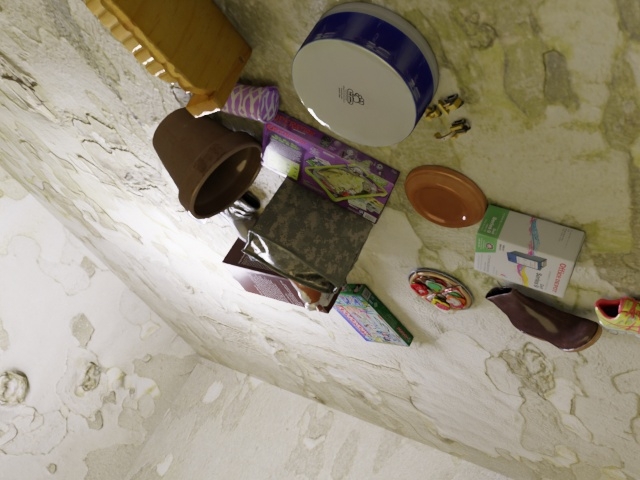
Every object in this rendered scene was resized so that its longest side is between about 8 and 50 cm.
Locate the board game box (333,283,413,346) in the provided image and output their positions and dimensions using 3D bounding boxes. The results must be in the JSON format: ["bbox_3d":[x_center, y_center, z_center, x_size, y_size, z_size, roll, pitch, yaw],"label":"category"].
[{"bbox_3d":[0.160,0.261,2.172,0.213,0.046,0.317,-3,139,48],"label":"board game box"}]

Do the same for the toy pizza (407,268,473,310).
[{"bbox_3d":[0.344,0.152,1.793,0.201,0.032,0.201,25,154,13],"label":"toy pizza"}]

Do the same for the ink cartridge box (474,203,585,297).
[{"bbox_3d":[0.459,0.024,1.373,0.212,0.093,0.154,18,151,21],"label":"ink cartridge box"}]

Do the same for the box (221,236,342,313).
[{"bbox_3d":[-0.129,0.111,2.107,0.381,0.143,0.191,10,148,34],"label":"box"}]

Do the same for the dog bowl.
[{"bbox_3d":[0.082,-0.305,1.169,0.264,0.104,0.265,25,154,13],"label":"dog bowl"}]

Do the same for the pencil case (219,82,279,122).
[{"bbox_3d":[-0.196,-0.336,1.444,0.206,0.088,0.086,19,-168,22],"label":"pencil case"}]

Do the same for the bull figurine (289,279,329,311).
[{"bbox_3d":[-0.045,0.069,1.850,0.310,0.188,0.101,47,166,-20],"label":"bull figurine"}]

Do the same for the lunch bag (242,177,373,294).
[{"bbox_3d":[-0.024,-0.010,1.661,0.287,0.235,0.169,30,150,0],"label":"lunch bag"}]

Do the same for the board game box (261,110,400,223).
[{"bbox_3d":[0.015,-0.180,1.537,0.346,0.056,0.208,28,158,5],"label":"board game box"}]

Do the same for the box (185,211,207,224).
[{"bbox_3d":[-0.427,-0.101,2.170,0.081,0.028,0.136,35,156,-9],"label":"box"}]

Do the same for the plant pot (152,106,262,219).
[{"bbox_3d":[-0.315,-0.223,1.618,0.229,0.263,0.263,43,157,12],"label":"plant pot"}]

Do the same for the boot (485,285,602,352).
[{"bbox_3d":[0.554,0.191,1.556,0.206,0.090,0.248,37,162,-13],"label":"boot"}]

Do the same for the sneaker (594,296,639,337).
[{"bbox_3d":[0.709,0.168,1.379,0.094,0.081,0.208,46,151,-25],"label":"sneaker"}]

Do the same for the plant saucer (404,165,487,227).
[{"bbox_3d":[0.282,-0.091,1.419,0.199,0.037,0.200,24,153,13],"label":"plant saucer"}]

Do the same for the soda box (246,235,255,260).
[{"bbox_3d":[-0.140,0.013,1.946,0.183,0.058,0.063,-8,142,12],"label":"soda box"}]

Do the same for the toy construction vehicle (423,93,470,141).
[{"bbox_3d":[0.245,-0.234,1.203,0.098,0.035,0.086,-5,137,51],"label":"toy construction vehicle"}]

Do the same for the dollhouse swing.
[{"bbox_3d":[-0.380,-0.417,1.278,0.304,0.315,0.347,-20,128,33],"label":"dollhouse swing"}]

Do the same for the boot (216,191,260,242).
[{"bbox_3d":[-0.228,-0.077,1.945,0.246,0.083,0.161,36,148,-14],"label":"boot"}]
